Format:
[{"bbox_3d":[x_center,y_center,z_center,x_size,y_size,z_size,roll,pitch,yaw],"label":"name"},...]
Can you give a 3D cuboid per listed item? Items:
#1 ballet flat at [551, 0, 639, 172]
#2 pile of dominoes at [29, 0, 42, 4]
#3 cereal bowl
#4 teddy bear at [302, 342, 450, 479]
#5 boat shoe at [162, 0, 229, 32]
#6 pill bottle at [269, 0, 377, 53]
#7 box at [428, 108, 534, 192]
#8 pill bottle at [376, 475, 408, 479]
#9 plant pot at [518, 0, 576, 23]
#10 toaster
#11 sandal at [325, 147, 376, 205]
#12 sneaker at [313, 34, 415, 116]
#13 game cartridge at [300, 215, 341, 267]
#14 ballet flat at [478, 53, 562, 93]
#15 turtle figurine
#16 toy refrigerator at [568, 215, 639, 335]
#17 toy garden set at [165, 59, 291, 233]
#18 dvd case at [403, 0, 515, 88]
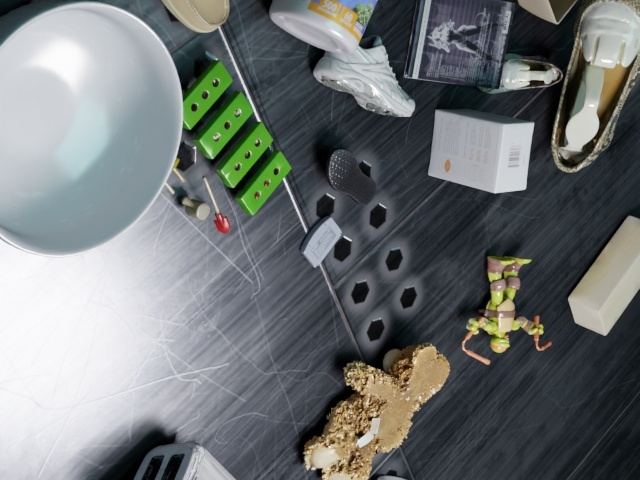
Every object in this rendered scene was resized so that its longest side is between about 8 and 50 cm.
[{"bbox_3d":[0.550,-0.328,2.214,0.182,0.164,0.483,-57,161,-45],"label":"ballet flat"},{"bbox_3d":[-0.336,-0.422,1.520,0.251,0.040,0.196,-37,127,-40],"label":"pile of dominoes"},{"bbox_3d":[-0.355,-0.157,1.498,0.339,0.141,0.339,-22,122,-41],"label":"cereal bowl"},{"bbox_3d":[0.097,0.324,2.156,0.245,0.113,0.338,29,91,-38],"label":"teddy bear"},{"bbox_3d":[-0.186,-0.426,1.591,0.109,0.098,0.302,-46,133,-34],"label":"boat shoe"},{"bbox_3d":[0.038,-0.445,1.775,0.152,0.152,0.272,26,87,-46],"label":"pill bottle"},{"bbox_3d":[0.297,-0.170,2.109,0.091,0.170,0.130,-8,110,-41],"label":"box"},{"bbox_3d":[0.140,0.599,2.259,0.131,0.131,0.229,16,93,-46],"label":"pill bottle"},{"bbox_3d":[0.430,-0.496,2.175,0.109,0.096,0.109,-50,133,-18],"label":"plant pot"},{"bbox_3d":[-0.228,0.432,1.815,0.146,0.129,0.227,59,35,-33],"label":"toaster"},{"bbox_3d":[0.044,-0.111,1.987,0.067,0.040,0.179,-58,149,-5],"label":"sandal"},{"bbox_3d":[0.095,-0.287,1.934,0.232,0.090,0.115,25,83,-47],"label":"sneaker"},{"bbox_3d":[0.000,0.000,1.994,0.083,0.017,0.056,-53,137,-17],"label":"game cartridge"},{"bbox_3d":[0.396,-0.326,2.216,0.221,0.079,0.077,-11,113,-41],"label":"ballet flat"},{"bbox_3d":[0.389,0.143,2.371,0.269,0.087,0.217,3,95,-36],"label":"turtle figurine"},{"bbox_3d":[0.687,0.079,2.635,0.269,0.094,0.102,-49,139,-19],"label":"toy refrigerator"},{"bbox_3d":[-0.173,-0.126,1.761,0.204,0.049,0.244,-52,134,-20],"label":"toy garden set"},{"bbox_3d":[0.257,-0.370,2.083,0.221,0.018,0.165,1,104,-34],"label":"dvd case"}]
